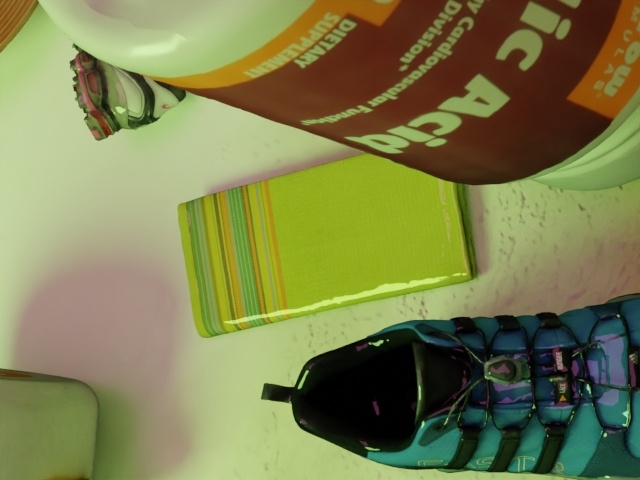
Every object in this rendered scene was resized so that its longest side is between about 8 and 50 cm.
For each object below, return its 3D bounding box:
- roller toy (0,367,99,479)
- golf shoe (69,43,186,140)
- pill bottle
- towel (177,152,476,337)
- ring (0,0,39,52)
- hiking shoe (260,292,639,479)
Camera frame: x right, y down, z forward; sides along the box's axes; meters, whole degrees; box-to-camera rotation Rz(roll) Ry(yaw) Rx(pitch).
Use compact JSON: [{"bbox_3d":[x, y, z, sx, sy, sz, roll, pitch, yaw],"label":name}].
[{"bbox_3d":[-0.263,0.169,1.186,0.191,0.209,0.146,179,97,-72],"label":"roller toy"},{"bbox_3d":[-0.156,-0.165,1.229,0.086,0.067,0.186,-17,66,1],"label":"golf shoe"},{"bbox_3d":[0.054,-0.152,0.847,0.224,0.392,0.224,-9,75,38],"label":"pill bottle"},{"bbox_3d":[0.000,0.000,1.115,0.237,0.021,0.102,-13,83,34],"label":"towel"},{"bbox_3d":[-0.350,-0.266,1.348,0.336,0.032,0.337,-9,70,25],"label":"ring"},{"bbox_3d":[0.116,0.093,0.930,0.304,0.132,0.113,-16,73,40],"label":"hiking shoe"}]
